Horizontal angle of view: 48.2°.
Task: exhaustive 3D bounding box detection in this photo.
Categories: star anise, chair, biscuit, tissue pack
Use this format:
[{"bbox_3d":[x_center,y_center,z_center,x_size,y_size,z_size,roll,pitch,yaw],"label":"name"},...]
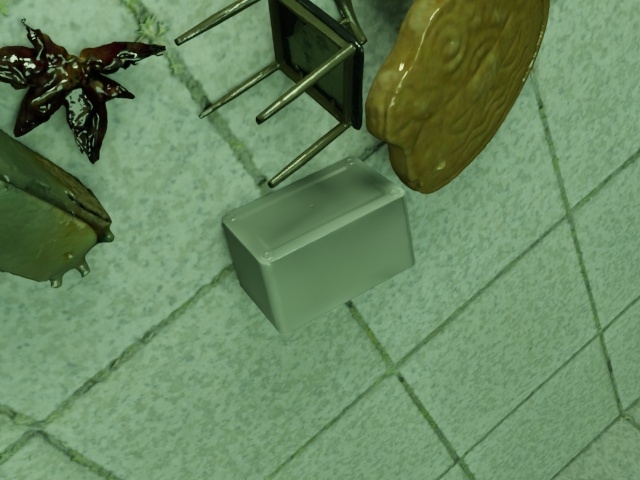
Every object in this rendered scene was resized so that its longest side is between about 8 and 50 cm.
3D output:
[{"bbox_3d":[-0.292,-0.170,0.832,0.212,0.053,0.157,-2,118,-36],"label":"star anise"},{"bbox_3d":[-0.013,-0.228,0.891,0.272,0.166,0.188,-41,161,-14],"label":"chair"},{"bbox_3d":[0.224,-0.256,1.055,0.385,0.062,0.365,-57,148,-5],"label":"biscuit"},{"bbox_3d":[-0.001,-0.001,1.083,0.246,0.159,0.136,-26,130,-18],"label":"tissue pack"}]

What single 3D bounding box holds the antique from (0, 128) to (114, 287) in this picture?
[{"bbox_3d":[-0.370,-0.046,0.820,0.125,0.150,0.284,-47,143,4],"label":"antique"}]
